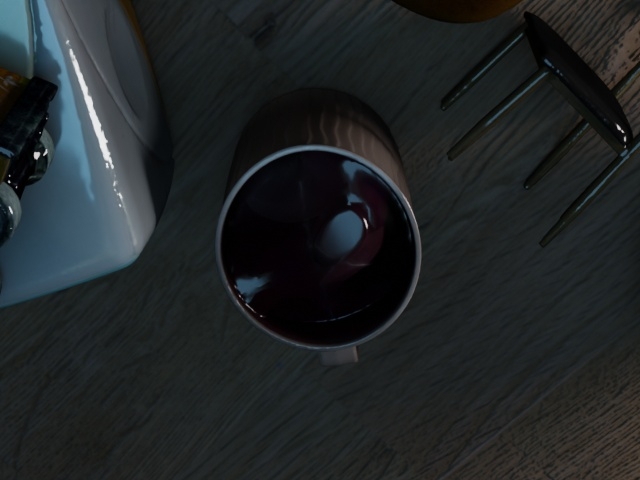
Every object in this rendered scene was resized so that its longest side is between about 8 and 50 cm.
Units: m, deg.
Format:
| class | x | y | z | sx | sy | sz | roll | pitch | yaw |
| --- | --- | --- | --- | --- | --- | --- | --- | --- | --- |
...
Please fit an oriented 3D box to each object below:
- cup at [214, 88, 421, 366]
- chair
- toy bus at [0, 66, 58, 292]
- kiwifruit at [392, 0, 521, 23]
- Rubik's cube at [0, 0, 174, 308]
| class | x | y | z | sx | sy | sz | roll | pitch | yaw |
| --- | --- | --- | --- | --- | --- | --- | --- | --- | --- |
| cup | 0.015 | -0.011 | 1.413 | 0.208 | 0.273 | 0.288 | -34 | 109 | 12 |
| chair | 0.279 | -0.164 | 1.403 | 0.166 | 0.188 | 0.272 | 42 | 110 | -17 |
| toy bus | -0.361 | -0.001 | 1.089 | 0.194 | 0.162 | 0.323 | 23 | 116 | -10 |
| kiwifruit | 0.135 | -0.324 | 1.331 | 0.234 | 0.196 | 0.196 | 21 | 111 | -9 |
| Rubik's cube | -0.363 | -0.139 | 1.315 | 0.352 | 0.352 | 0.347 | -15 | 111 | 3 |
